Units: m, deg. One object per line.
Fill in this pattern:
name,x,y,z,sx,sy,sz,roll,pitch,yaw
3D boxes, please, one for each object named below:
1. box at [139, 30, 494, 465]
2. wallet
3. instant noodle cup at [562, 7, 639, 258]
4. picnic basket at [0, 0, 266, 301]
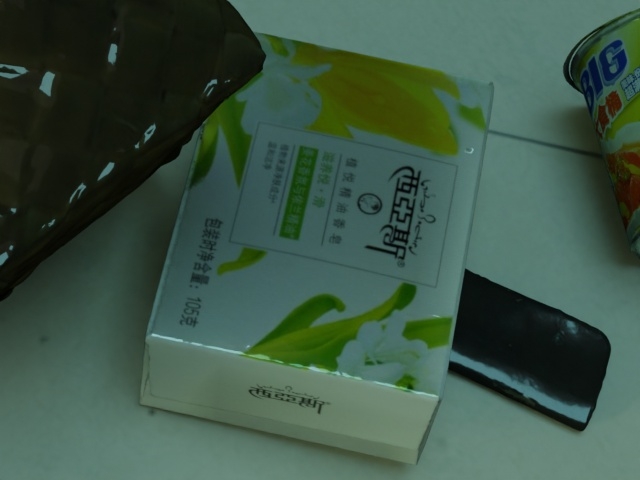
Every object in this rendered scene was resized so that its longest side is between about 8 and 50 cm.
box,0.000,0.000,1.289,0.194,0.111,0.260,11,56,0
wallet,0.129,0.071,1.347,0.156,0.018,0.082,24,58,-1
instant noodle cup,0.290,-0.076,1.379,0.205,0.205,0.153,-1,68,-17
picnic basket,-0.231,-0.133,1.160,0.337,0.337,0.293,44,70,11
